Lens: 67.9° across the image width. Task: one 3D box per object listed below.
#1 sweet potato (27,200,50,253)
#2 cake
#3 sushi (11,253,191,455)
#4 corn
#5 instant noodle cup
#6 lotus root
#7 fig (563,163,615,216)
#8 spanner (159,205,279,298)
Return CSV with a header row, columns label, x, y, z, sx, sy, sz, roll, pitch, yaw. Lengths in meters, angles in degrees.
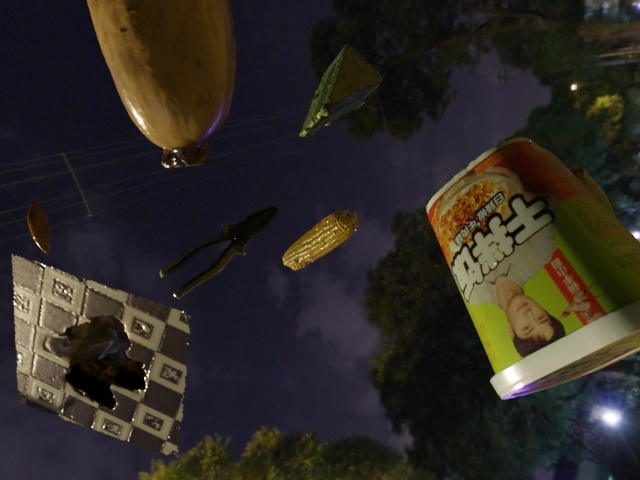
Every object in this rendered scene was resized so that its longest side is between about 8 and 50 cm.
label,x,y,z,sx,sy,sz,roll,pitch,yaw
sweet potato,-0.492,-0.022,0.834,0.034,0.034,0.095,-24,-73,-50
cake,0.015,-0.268,0.847,0.099,0.100,0.235,47,-139,-3
sushi,-0.218,0.116,0.490,0.040,0.193,0.210,-66,-7,-60
corn,0.000,0.000,1.045,0.067,0.206,0.067,38,-149,-28
instant noodle cup,0.322,0.033,0.699,0.294,0.294,0.307,24,-143,-53
lotus root,-0.157,-0.207,0.495,0.140,0.154,0.256,-13,-73,-11
fig,0.577,-0.029,1.211,0.343,0.344,0.343,-10,-77,-53
spanner,-0.236,0.018,1.152,0.325,0.095,0.040,-36,-5,-3
